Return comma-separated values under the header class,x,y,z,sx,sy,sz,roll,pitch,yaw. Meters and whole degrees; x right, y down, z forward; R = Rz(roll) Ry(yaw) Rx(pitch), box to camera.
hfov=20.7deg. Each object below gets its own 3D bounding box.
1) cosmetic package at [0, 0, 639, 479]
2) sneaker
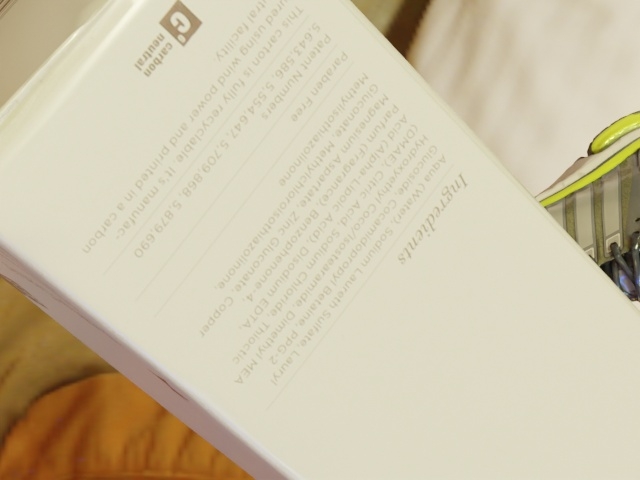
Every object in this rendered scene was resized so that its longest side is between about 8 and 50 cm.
class,x,y,z,sx,sy,sz,roll,pitch,yaw
cosmetic package,-0.007,0.021,0.753,0.385,0.217,0.156,45,79,-29
sneaker,0.206,0.014,1.349,0.300,0.121,0.111,-43,125,-14
